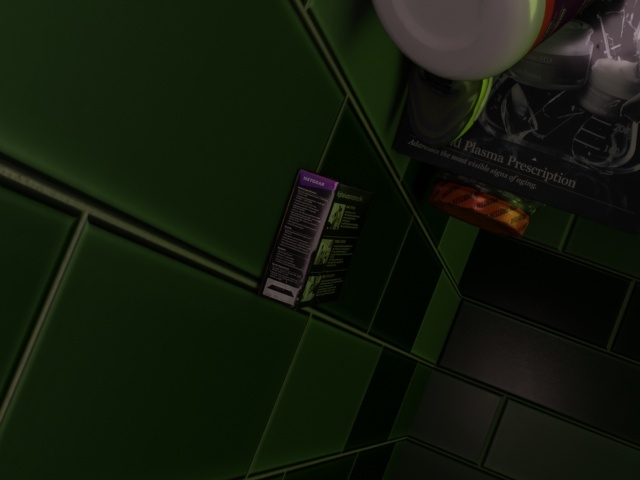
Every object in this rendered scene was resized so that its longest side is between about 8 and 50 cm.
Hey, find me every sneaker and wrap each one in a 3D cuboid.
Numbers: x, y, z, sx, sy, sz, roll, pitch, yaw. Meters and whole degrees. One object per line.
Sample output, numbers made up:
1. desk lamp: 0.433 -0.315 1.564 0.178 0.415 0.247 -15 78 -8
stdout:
1. sneaker: 0.146 -0.246 1.186 0.121 0.111 0.299 -34 138 -51

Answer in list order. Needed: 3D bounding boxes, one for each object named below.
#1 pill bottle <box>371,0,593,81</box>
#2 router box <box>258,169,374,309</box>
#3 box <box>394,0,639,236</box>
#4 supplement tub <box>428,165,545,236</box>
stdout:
1. pill bottle: 0.203 -0.297 0.990 0.323 0.182 0.181 -40 150 -36
2. router box: 0.000 0.000 1.058 0.179 0.046 0.133 4 106 -76
3. box: 0.314 -0.220 1.324 0.179 0.343 0.312 -33 141 -67
4. supplement tub: 0.311 -0.190 1.635 0.207 0.207 0.337 38 74 -76
